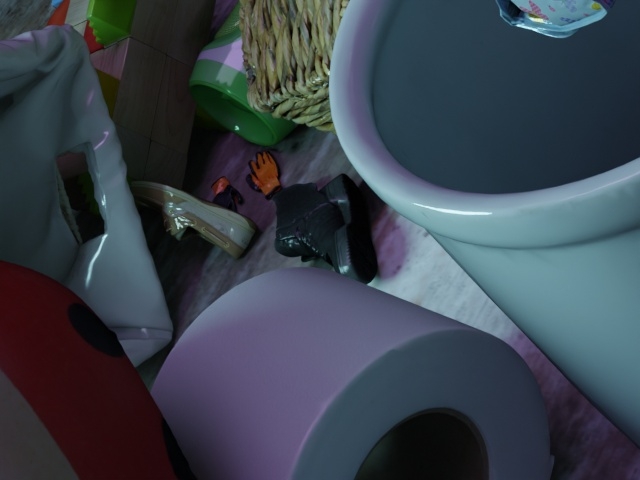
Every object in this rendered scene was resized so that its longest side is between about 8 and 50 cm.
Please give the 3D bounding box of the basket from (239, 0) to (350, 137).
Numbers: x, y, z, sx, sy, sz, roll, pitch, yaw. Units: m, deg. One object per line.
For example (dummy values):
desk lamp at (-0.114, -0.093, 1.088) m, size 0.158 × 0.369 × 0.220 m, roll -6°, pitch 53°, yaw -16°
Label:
basket at (0.063, -0.244, 1.380) m, size 0.213 × 0.223 × 0.299 m, roll -19°, pitch 67°, yaw 57°

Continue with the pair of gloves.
pair of gloves at (-0.077, -0.054, 1.513) m, size 0.083 × 0.010 × 0.074 m, roll -36°, pitch 39°, yaw 13°

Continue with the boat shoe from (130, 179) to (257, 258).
boat shoe at (-0.130, -0.021, 1.465) m, size 0.135 × 0.050 × 0.045 m, roll 20°, pitch 81°, yaw 15°

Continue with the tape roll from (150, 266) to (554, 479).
tape roll at (0.017, 0.155, 1.053) m, size 0.169 × 0.246 × 0.246 m, roll 20°, pitch 71°, yaw 49°

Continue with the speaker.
speaker at (-0.011, -0.245, 1.530) m, size 0.131 × 0.131 × 0.296 m, roll 15°, pitch 67°, yaw 48°

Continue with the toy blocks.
toy blocks at (-0.243, -0.171, 1.644) m, size 0.261 × 0.191 × 0.381 m, roll -13°, pitch 61°, yaw 48°

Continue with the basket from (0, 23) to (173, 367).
basket at (-0.355, 0.010, 1.358) m, size 0.267 × 0.328 × 0.331 m, roll -9°, pitch 12°, yaw 33°

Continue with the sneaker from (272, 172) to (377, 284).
sneaker at (-0.002, -0.002, 1.369) m, size 0.089 × 0.051 × 0.170 m, roll -30°, pitch 36°, yaw 19°

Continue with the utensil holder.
utensil holder at (0.246, -0.044, 0.907) m, size 0.328 × 0.385 × 0.327 m, roll -25°, pitch 43°, yaw 26°

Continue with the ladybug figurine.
ladybug figurine at (-0.172, 0.186, 0.953) m, size 0.162 × 0.449 × 0.305 m, roll -31°, pitch 29°, yaw -26°

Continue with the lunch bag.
lunch bag at (0.128, -0.142, 0.749) m, size 0.071 × 0.053 × 0.083 m, roll -57°, pitch 14°, yaw -13°
